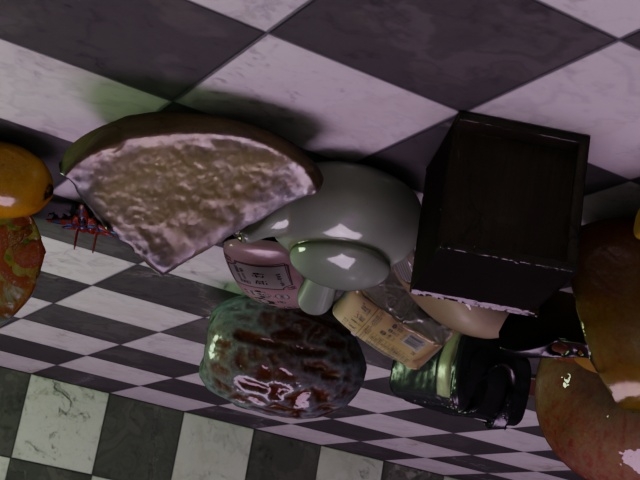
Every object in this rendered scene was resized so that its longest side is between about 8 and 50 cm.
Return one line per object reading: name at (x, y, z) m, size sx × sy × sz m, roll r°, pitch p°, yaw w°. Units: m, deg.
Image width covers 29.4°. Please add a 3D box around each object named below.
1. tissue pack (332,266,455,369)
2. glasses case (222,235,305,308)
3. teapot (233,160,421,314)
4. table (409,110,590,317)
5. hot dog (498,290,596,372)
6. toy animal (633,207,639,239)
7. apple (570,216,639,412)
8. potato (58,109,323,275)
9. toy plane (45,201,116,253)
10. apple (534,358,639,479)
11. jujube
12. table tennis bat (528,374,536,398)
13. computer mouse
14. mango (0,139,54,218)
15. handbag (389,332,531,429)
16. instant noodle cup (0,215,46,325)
tissue pack at (0.122, 0.121, 1.989) m, size 0.186 × 0.090 × 0.222 m, roll 36°, pitch 163°, yaw 4°
glasses case at (-0.078, 0.048, 1.966) m, size 0.122 × 0.075 × 0.314 m, roll 4°, pitch 162°, yaw 8°
teapot at (0.037, 0.005, 1.646) m, size 0.220 × 0.149 × 0.318 m, roll 5°, pitch 161°, yaw 20°
table at (0.214, -0.025, 1.425) m, size 0.172 × 0.169 × 0.193 m, roll 10°, pitch 161°, yaw -3°
hot dog at (0.424, 0.110, 1.661) m, size 0.326 × 0.194 × 0.107 m, roll -8°, pitch 127°, yaw 33°
toy animal at (0.470, -0.020, 1.375) m, size 0.230 × 0.156 × 0.156 m, roll 6°, pitch 165°, yaw -21°
apple at (0.410, 0.071, 1.500) m, size 0.254 × 0.346 × 0.179 m, roll 19°, pitch 122°, yaw -7°
potato at (-0.155, -0.108, 1.500) m, size 0.264 × 0.211 × 0.189 m, roll -27°, pitch 111°, yaw 11°
toy plane at (-0.362, -0.036, 1.883) m, size 0.130 × 0.061 × 0.189 m, roll 12°, pitch 158°, yaw -5°
apple at (0.486, 0.215, 1.813) m, size 0.345 × 0.344 × 0.269 m, roll 2°, pitch 143°, yaw 24°
jujube at (-0.068, 0.224, 2.283) m, size 0.308 × 0.215 × 0.246 m, roll 10°, pitch 163°, yaw -5°
table tennis bat at (0.452, 0.325, 2.655) m, size 0.138 × 0.022 × 0.246 m, roll 10°, pitch 161°, yaw 1°
computer mouse at (0.183, 0.060, 1.731) m, size 0.145 × 0.082 × 0.236 m, roll 12°, pitch 148°, yaw 49°
mango at (-0.492, -0.092, 1.704) m, size 0.262 × 0.109 × 0.157 m, roll 9°, pitch 173°, yaw 19°
handbag at (0.267, 0.238, 2.218) m, size 0.181 × 0.181 × 0.254 m, roll 4°, pitch 164°, yaw 41°
instant noodle cup at (-0.562, 0.034, 1.922) m, size 0.264 × 0.264 × 0.200 m, roll 12°, pitch 171°, yaw -6°
